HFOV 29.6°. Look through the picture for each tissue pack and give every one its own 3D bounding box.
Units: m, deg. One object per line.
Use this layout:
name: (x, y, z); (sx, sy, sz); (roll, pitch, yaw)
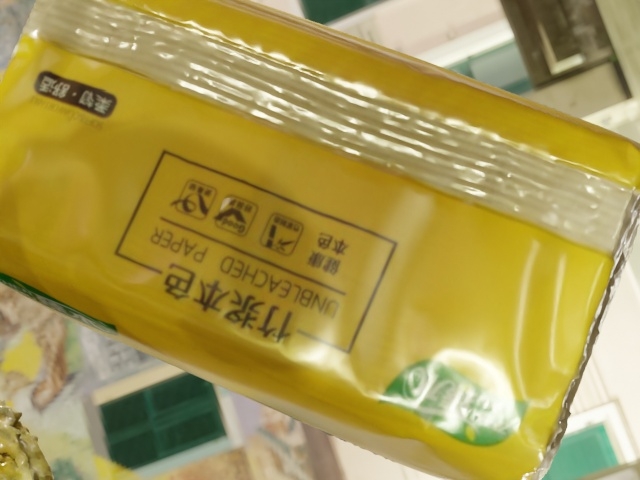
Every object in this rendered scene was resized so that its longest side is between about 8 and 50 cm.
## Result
tissue pack: (0.000, 0.000, 0.789); (0.228, 0.382, 0.293); (-66, -14, -5)

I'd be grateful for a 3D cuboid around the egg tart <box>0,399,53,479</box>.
egg tart: (-0.383, 0.297, 1.093); (0.132, 0.341, 0.341); (41, -154, -44)
